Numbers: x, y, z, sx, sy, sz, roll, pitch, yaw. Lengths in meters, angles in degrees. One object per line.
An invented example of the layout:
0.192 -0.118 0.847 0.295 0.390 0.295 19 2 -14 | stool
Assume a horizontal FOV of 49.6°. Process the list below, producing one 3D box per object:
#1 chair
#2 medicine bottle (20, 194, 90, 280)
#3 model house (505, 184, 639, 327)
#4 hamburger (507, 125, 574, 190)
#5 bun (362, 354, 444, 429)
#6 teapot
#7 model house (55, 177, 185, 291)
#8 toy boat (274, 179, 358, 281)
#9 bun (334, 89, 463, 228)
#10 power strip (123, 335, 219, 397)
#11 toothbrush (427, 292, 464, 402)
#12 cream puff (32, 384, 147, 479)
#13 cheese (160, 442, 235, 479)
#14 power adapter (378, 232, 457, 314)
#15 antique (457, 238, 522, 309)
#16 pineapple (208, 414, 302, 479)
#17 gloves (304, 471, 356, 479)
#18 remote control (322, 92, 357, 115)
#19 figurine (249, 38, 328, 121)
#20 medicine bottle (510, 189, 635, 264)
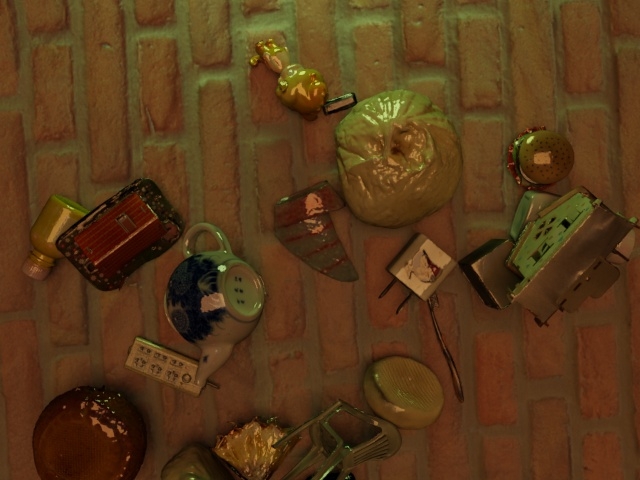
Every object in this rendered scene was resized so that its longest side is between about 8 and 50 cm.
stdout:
0.044 0.540 1.761 0.275 0.203 0.191 -36 48 -29 | chair
-0.693 -0.002 1.797 0.122 0.122 0.212 31 91 -2 | medicine bottle
0.588 0.030 1.676 0.169 0.244 0.326 35 104 -11 | model house
0.582 -0.214 1.819 0.175 0.137 0.175 0 95 0 | hamburger
0.211 0.410 1.823 0.223 0.222 0.127 19 131 -2 | bun
-0.292 0.157 1.769 0.280 0.252 0.423 -21 69 35 | teapot
-0.484 0.005 1.742 0.294 0.154 0.207 -39 117 -9 | model house
0.000 0.000 1.847 0.206 0.096 0.282 -25 105 6 | toy boat
0.194 -0.203 1.764 0.349 0.227 0.352 43 92 -4 | bun
-0.394 0.345 1.857 0.268 0.034 0.092 23 90 -2 | power strip
0.339 0.289 1.882 0.031 0.023 0.320 -15 92 2 | toothbrush
-0.582 0.511 1.774 0.303 0.212 0.302 1 99 4 | cream puff
-0.269 0.667 1.743 0.115 0.318 0.326 -34 126 -5 | cheese
0.241 0.096 1.823 0.130 0.125 0.205 39 90 -3 | power adapter
0.467 0.081 1.817 0.148 0.152 0.146 -33 93 -3 | antique
-0.168 0.559 1.818 0.237 0.114 0.186 -14 65 5 | pineapple
-0.020 0.732 1.817 0.301 0.152 0.197 -18 85 -26 | gloves
0.051 -0.366 1.860 0.096 0.014 0.039 -18 92 0 | remote control
-0.076 -0.422 1.810 0.156 0.131 0.246 -27 74 -40 | figurine
0.669 -0.026 1.839 0.297 0.111 0.161 15 106 0 | medicine bottle
